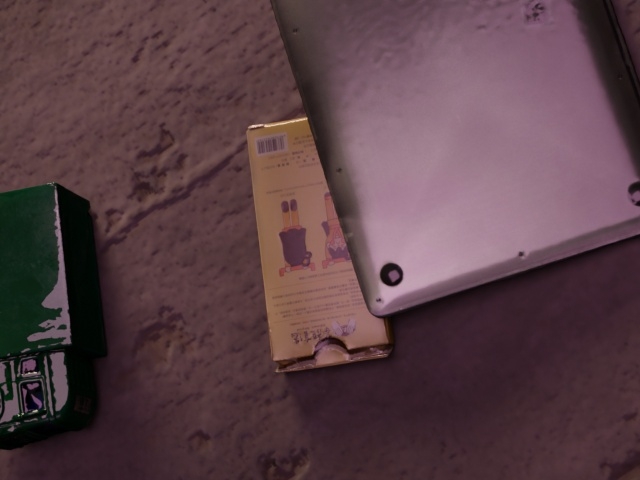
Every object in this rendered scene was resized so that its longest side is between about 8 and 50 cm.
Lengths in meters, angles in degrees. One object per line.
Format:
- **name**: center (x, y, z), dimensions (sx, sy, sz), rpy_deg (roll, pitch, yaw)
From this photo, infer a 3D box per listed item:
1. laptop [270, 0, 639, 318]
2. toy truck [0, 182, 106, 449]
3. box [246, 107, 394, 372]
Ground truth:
- **laptop**: center (0.078, -0.107, 1.115), dimensions (0.188, 0.015, 0.269), rpy_deg (-18, 76, 6)
- **toy truck**: center (-0.175, 0.048, 1.153), dimensions (0.079, 0.065, 0.147), rpy_deg (-9, 77, 12)
- **box**: center (0.000, 0.000, 1.130), dimensions (0.073, 0.020, 0.149), rpy_deg (-9, 79, 15)
